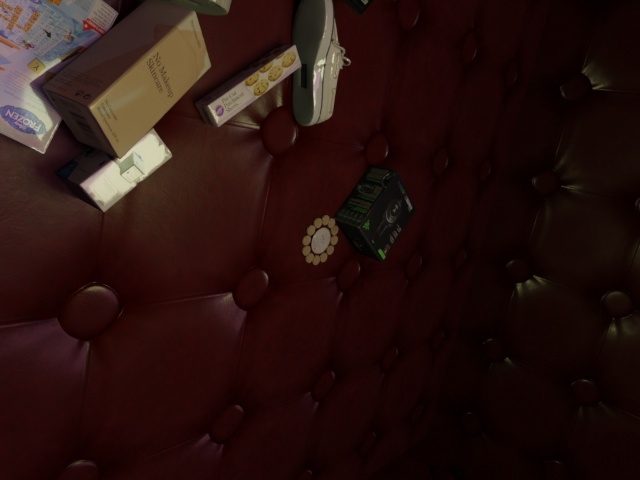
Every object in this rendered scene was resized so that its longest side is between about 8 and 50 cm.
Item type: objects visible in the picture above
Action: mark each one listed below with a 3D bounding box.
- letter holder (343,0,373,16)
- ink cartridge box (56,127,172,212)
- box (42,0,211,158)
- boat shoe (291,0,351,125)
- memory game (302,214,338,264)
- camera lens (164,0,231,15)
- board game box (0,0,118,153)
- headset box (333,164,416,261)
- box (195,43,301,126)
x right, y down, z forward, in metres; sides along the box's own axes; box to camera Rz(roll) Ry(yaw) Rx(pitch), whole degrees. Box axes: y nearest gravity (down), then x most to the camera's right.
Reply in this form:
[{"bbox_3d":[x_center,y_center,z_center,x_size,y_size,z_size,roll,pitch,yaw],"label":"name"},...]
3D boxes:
[{"bbox_3d":[0.025,-0.788,1.256,0.152,0.214,0.302,-44,148,23],"label":"letter holder"},{"bbox_3d":[-0.437,-0.162,1.004,0.191,0.139,0.082,-49,136,-23],"label":"ink cartridge box"},{"bbox_3d":[-0.372,-0.332,0.951,0.311,0.121,0.148,-58,161,-25],"label":"box"},{"bbox_3d":[0.015,-0.520,1.360,0.156,0.136,0.367,-23,126,-41],"label":"boat shoe"},{"bbox_3d":[0.000,0.000,1.683,0.186,0.012,0.186,-25,125,-40],"label":"memory game"},{"bbox_3d":[-0.258,-0.619,0.931,0.219,0.219,0.274,-3,109,-48],"label":"camera lens"},{"bbox_3d":[-0.570,-0.366,0.813,0.318,0.066,0.318,32,82,-51],"label":"board game box"},{"bbox_3d":[0.205,-0.093,1.780,0.283,0.131,0.246,-54,139,-16],"label":"headset box"},{"bbox_3d":[-0.181,-0.413,1.239,0.324,0.063,0.067,-45,135,-26],"label":"box"}]
